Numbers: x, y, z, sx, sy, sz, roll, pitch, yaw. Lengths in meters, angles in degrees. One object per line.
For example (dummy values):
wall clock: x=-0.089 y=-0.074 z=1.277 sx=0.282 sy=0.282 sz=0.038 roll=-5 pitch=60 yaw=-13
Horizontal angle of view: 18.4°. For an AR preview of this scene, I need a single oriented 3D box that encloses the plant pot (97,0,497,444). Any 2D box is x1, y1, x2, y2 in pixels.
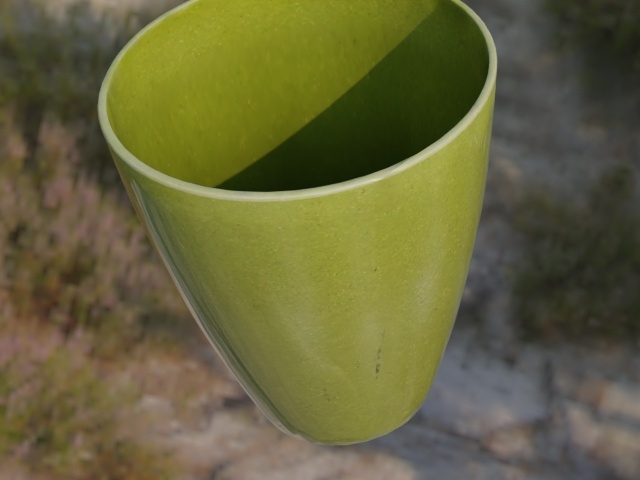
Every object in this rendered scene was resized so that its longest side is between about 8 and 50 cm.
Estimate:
plant pot: x=0.000 y=0.000 z=1.437 sx=0.275 sy=0.293 sz=0.275 roll=-5 pitch=38 yaw=4
